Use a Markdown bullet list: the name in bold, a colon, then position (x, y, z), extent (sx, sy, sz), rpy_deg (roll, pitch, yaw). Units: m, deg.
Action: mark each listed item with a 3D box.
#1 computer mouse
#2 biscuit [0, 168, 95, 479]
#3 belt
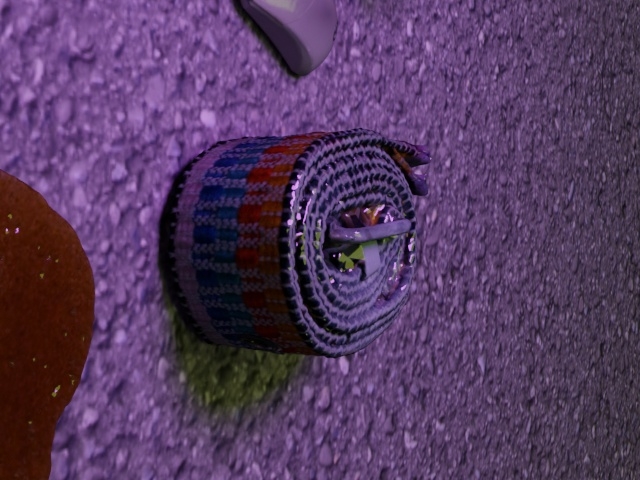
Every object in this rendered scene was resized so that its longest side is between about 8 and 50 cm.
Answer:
- **computer mouse**: position (-0.025, -0.234, 1.254), extent (0.181, 0.056, 0.089), rpy_deg (44, 48, -52)
- **biscuit**: position (-0.254, 0.069, 0.845), extent (0.273, 0.049, 0.257), rpy_deg (27, 70, -57)
- **belt**: position (0.000, 0.000, 1.191), extent (0.295, 0.160, 0.207), rpy_deg (-4, 94, -61)
